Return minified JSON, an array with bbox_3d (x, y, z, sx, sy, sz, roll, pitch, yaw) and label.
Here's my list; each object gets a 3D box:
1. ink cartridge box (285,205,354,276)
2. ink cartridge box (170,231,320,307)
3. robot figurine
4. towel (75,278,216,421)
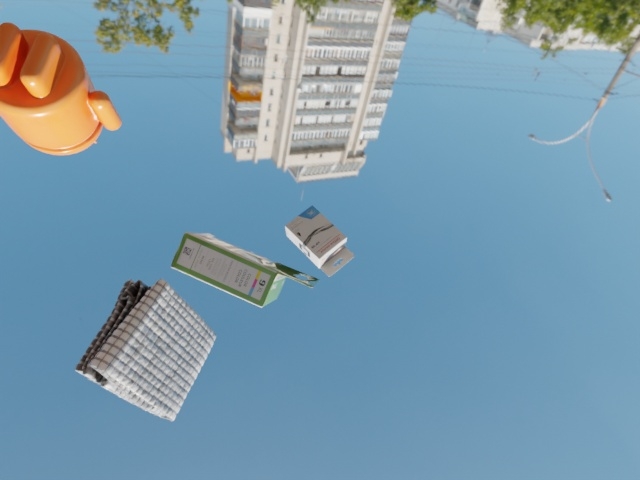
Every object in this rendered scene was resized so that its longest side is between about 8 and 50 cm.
[{"bbox_3d":[0.000,0.000,1.291,0.104,0.060,0.180,-39,-113,-19],"label":"ink cartridge box"},{"bbox_3d":[-0.112,0.053,0.736,0.210,0.062,0.109,22,-178,5],"label":"ink cartridge box"},{"bbox_3d":[-0.381,-0.199,0.651,0.158,0.219,0.128,-25,-97,-17],"label":"robot figurine"},{"bbox_3d":[-0.383,0.245,1.054,0.122,0.283,0.234,8,-124,29],"label":"towel"}]
